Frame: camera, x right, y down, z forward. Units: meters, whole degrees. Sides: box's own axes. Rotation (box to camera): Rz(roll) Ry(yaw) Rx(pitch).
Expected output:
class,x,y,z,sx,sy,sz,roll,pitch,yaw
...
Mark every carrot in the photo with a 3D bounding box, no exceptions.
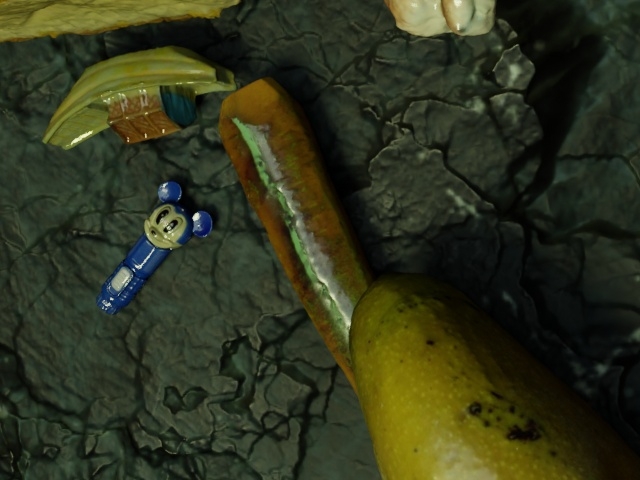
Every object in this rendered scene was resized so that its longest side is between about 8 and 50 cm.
class,x,y,z,sx,sy,sz,roll,pitch,yaw
carrot,0.000,0.000,0.932,0.070,0.070,0.260,-29,85,18

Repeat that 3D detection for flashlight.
class,x,y,z,sx,sy,sz,roll,pitch,yaw
flashlight,-0.141,0.011,0.995,0.057,0.035,0.121,44,105,11

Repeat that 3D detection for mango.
class,x,y,z,sx,sy,sz,roll,pitch,yaw
mango,0.132,0.164,0.822,0.175,0.176,0.329,-29,92,-13

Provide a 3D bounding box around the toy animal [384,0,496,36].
class,x,y,z,sx,sy,sz,roll,pitch,yaw
toy animal,0.097,-0.246,0.870,0.185,0.104,0.184,-43,81,21

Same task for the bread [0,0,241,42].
class,x,y,z,sx,sy,sz,roll,pitch,yaw
bread,-0.219,-0.293,0.916,0.279,0.207,0.279,0,92,18

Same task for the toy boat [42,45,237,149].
class,x,y,z,sx,sy,sz,roll,pitch,yaw
toy boat,-0.146,-0.109,0.975,0.172,0.065,0.066,-13,79,26
